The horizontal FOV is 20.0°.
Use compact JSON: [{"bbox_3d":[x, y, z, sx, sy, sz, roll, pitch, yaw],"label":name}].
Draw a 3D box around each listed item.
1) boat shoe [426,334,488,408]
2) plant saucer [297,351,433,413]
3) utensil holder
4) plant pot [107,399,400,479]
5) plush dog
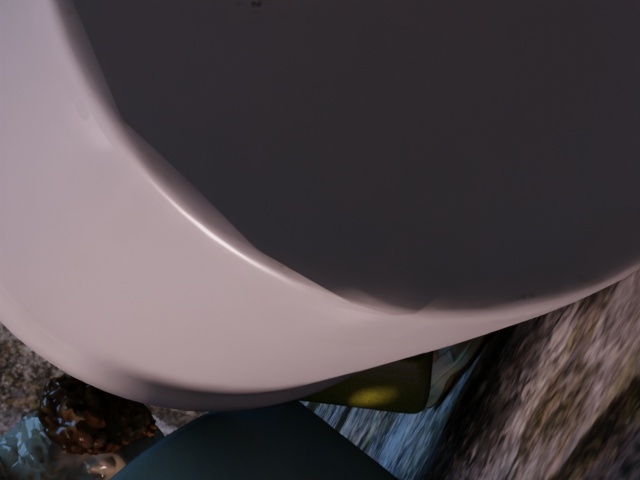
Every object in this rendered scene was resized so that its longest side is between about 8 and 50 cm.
[{"bbox_3d":[0.078,0.056,1.147,0.135,0.045,0.050,-61,2,43],"label":"boat shoe"},{"bbox_3d":[0.000,0.000,1.063,0.045,0.188,0.188,-9,74,63],"label":"plant saucer"},{"bbox_3d":[-0.007,-0.094,0.834,0.327,0.327,0.385,-62,11,-15],"label":"utensil holder"},{"bbox_3d":[-0.060,0.199,0.989,0.234,0.165,0.165,-45,-10,-50],"label":"plant pot"},{"bbox_3d":[-0.189,0.186,1.128,0.225,0.210,0.262,-26,-41,-18],"label":"plush dog"}]
